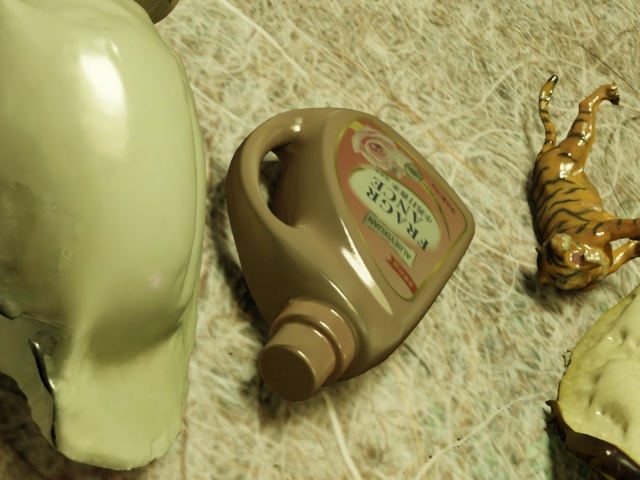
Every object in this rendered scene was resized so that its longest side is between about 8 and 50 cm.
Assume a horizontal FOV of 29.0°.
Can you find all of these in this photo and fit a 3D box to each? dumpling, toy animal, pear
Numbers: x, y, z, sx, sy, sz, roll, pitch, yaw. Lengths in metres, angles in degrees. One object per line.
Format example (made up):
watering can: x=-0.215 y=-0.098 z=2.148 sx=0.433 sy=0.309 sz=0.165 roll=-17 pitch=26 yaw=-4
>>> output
dumpling: x=-0.128 y=-0.024 z=0.676 sx=0.175 sy=0.243 sz=0.227 roll=16 pitch=6 yaw=23
toy animal: x=0.225 y=-0.047 z=1.105 sx=0.116 sy=0.114 sz=0.255 roll=-8 pitch=45 yaw=0
pear: x=0.319 y=0.146 z=0.943 sx=0.178 sy=0.266 sz=0.267 roll=61 pitch=30 yaw=-23

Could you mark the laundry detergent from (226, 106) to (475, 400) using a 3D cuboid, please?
laundry detergent: x=0.000 y=0.000 z=0.828 sx=0.171 sy=0.076 sz=0.237 roll=46 pitch=37 yaw=0

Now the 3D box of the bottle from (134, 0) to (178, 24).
bottle: x=-0.139 y=-0.222 z=0.884 sx=0.099 sy=0.099 sz=0.152 roll=29 pitch=32 yaw=-24
